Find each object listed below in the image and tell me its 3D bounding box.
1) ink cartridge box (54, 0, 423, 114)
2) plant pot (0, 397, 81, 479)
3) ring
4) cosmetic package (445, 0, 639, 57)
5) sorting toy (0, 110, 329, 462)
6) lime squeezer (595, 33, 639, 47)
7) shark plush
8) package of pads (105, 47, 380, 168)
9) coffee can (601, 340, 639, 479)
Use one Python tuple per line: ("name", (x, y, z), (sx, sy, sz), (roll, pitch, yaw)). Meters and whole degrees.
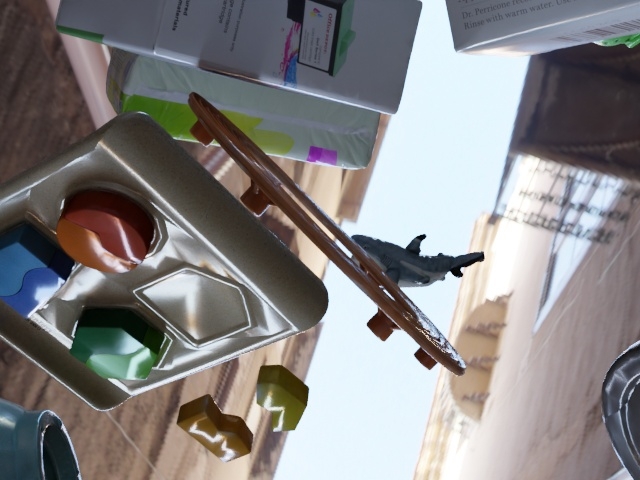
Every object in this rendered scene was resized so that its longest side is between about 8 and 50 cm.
("ink cartridge box", (-0.074, -0.211, 1.128), (0.278, 0.201, 0.117), (9, -82, -38))
("plant pot", (-0.392, 0.301, 1.397), (0.196, 0.293, 0.293), (-14, -110, 1))
("ring", (0.000, 0.000, 1.040), (0.032, 0.336, 0.336), (-46, -104, 4))
("cosmetic package", (0.182, -0.344, 0.879), (0.217, 0.156, 0.385), (-8, -89, 29))
("sorting toy", (-0.113, 0.061, 0.857), (0.229, 0.307, 0.041), (-26, -145, 30))
("lime squeezer", (0.287, -0.233, 1.151), (0.310, 0.059, 0.110), (-5, -127, -38))
("shark plush", (0.117, 0.023, 1.444), (0.161, 0.073, 0.067), (-1, -86, 9))
("package of pads", (-0.101, -0.171, 1.436), (0.296, 0.229, 0.101), (9, -78, -18))
("coffee can", (0.345, 0.066, 0.774), (0.201, 0.201, 0.275), (44, -117, 14))
